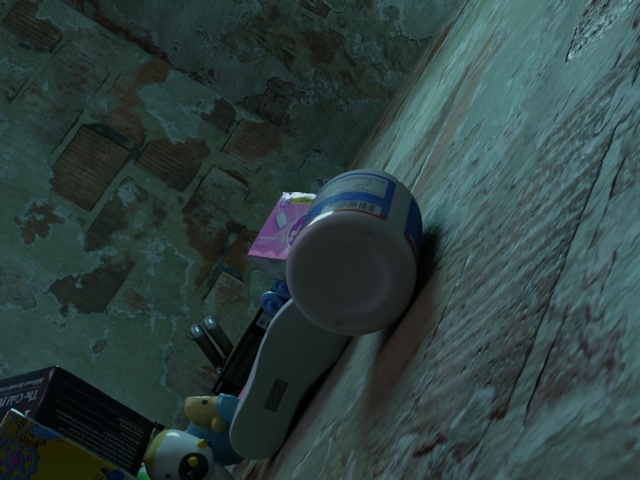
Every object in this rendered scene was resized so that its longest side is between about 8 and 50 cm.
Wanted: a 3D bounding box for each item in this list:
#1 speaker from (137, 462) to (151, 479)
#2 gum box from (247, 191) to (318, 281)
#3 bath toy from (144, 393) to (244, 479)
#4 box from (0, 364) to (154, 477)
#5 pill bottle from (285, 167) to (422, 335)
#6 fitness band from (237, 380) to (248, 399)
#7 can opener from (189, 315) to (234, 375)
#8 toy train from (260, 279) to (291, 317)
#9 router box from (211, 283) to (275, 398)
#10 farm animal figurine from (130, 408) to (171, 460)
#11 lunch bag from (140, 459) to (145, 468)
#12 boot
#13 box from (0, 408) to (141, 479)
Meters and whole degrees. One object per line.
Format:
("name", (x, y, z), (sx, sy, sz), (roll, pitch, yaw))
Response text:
("speaker", (-0.247, 0.448, 1.319), (0.131, 0.131, 0.297), (-57, 8, 49))
("gum box", (0.000, 0.000, 1.266), (0.188, 0.062, 0.107), (6, 59, 43))
("bath toy", (-0.184, 0.365, 1.232), (0.129, 0.151, 0.348), (-26, 31, 42))
("box", (-0.431, 0.363, 1.275), (0.343, 0.179, 0.313), (-18, 45, 38))
("pill bottle", (0.041, -0.001, 0.982), (0.124, 0.124, 0.221), (-59, 2, 20))
("fitness band", (-0.086, 0.231, 1.559), (0.209, 0.054, 0.291), (-61, 4, -25))
("can opener", (-0.232, 0.279, 2.328), (0.074, 0.093, 0.280), (-32, -39, -7))
("toy train", (-0.013, 0.069, 1.391), (0.080, 0.105, 0.184), (-50, -5, -47))
("router box", (-0.119, 0.193, 2.188), (0.309, 0.081, 0.243), (-59, 2, 24))
("farm animal figurine", (-0.364, 0.413, 1.816), (0.172, 0.330, 0.327), (-64, 5, -12))
("lunch bag", (-0.330, 0.459, 1.435), (0.120, 0.258, 0.293), (-56, 4, 46))
("boot", (-0.041, 0.143, 1.206), (0.258, 0.095, 0.123), (-60, 10, 20))
("box", (-0.259, 0.369, 0.924), (0.290, 0.279, 0.177), (-61, 3, -30))
